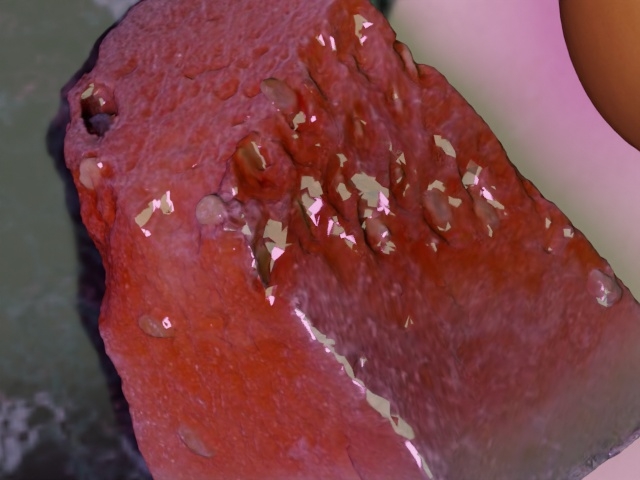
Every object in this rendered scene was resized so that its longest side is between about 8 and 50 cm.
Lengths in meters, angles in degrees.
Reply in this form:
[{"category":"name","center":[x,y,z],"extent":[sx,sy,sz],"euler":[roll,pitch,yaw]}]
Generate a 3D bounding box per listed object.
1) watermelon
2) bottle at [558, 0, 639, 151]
[{"category":"watermelon","center":[0.000,0.000,0.715],"extent":[0.193,0.140,0.257],"euler":[-30,99,-20]},{"category":"bottle","center":[0.266,-0.135,0.741],"extent":[0.351,0.171,0.172],"euler":[-23,105,-13]}]
